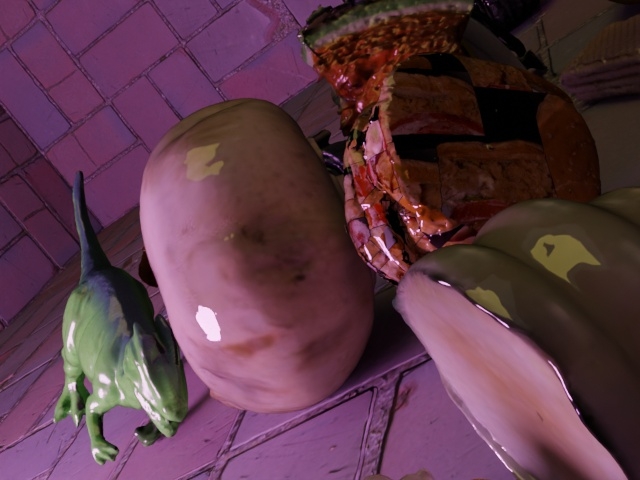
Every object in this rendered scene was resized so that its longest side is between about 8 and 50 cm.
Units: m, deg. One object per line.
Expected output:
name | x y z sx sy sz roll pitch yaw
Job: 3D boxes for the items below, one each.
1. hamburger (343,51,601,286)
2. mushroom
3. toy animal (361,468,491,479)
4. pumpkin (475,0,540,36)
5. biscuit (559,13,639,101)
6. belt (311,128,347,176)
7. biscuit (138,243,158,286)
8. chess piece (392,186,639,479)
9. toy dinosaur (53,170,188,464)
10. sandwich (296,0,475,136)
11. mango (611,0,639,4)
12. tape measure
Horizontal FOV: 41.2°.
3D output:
hamburger | 0.130 -0.051 0.707 0.231 0.231 0.107 -47 -6 -33
mushroom | 0.000 0.000 0.838 0.336 0.314 0.314 -12 13 -5
toy animal | 0.055 0.184 0.456 0.182 0.131 0.127 -33 45 45
pumpkin | 0.337 -0.493 1.699 0.221 0.162 0.220 -33 20 14
biscuit | 0.369 -0.208 0.939 0.108 0.061 0.239 -42 14 -11
belt | -0.030 -0.047 1.169 0.230 0.139 0.126 -36 -3 32
biscuit | -0.146 -0.052 1.198 0.305 0.038 0.305 -46 -7 -7
chess piece | 0.223 -0.005 0.472 0.330 0.182 0.182 -35 14 -12
toy dinosaur | -0.273 0.041 1.057 0.144 0.499 0.374 -8 -25 -24
sandwich | 0.127 -0.198 1.157 0.251 0.162 0.301 -20 60 2
mango | 0.471 -0.431 1.219 0.177 0.175 0.329 -1 14 31
tape measure | 0.186 -0.272 1.291 0.235 0.207 0.115 -38 10 9
